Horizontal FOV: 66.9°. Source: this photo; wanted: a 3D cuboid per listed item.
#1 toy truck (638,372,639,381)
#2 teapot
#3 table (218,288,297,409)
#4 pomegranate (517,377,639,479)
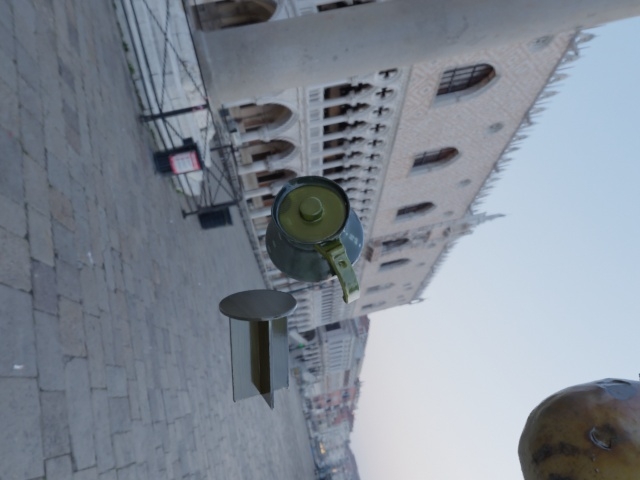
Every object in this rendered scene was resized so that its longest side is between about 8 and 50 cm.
[{"bbox_3d":[0.667,0.252,0.936,0.076,0.111,0.077,47,16,-3],"label":"toy truck"},{"bbox_3d":[0.000,0.000,0.614,0.165,0.130,0.119,57,-12,25],"label":"teapot"},{"bbox_3d":[-0.133,0.241,1.068,0.167,0.167,0.226,-122,-150,-73],"label":"table"},{"bbox_3d":[0.449,0.352,0.727,0.281,0.282,0.280,167,-90,-84],"label":"pomegranate"}]
